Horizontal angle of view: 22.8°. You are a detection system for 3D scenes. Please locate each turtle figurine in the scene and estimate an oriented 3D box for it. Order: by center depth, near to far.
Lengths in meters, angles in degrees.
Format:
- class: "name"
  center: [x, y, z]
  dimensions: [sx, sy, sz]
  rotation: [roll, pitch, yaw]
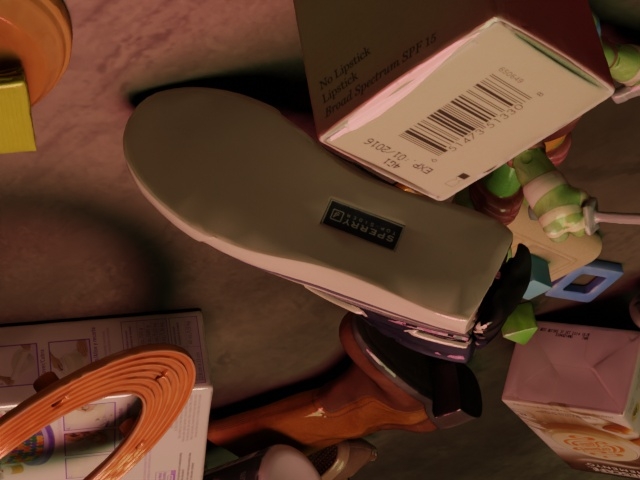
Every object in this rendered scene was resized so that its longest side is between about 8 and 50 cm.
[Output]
- class: "turtle figurine"
  center: [0.216, -0.063, 1.262]
  dimensions: [0.274, 0.198, 0.266]
  rotation: [10, 153, -10]

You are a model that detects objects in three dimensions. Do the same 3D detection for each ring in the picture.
- class: "ring"
  center: [-0.254, 0.200, 1.416]
  dimensions: [0.336, 0.032, 0.337]
  rotation: [-35, 160, -14]

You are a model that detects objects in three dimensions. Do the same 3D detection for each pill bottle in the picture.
- class: "pill bottle"
  center: [-0.119, 0.322, 1.764]
  dimensions: [0.245, 0.130, 0.130]
  rotation: [-25, 146, 30]

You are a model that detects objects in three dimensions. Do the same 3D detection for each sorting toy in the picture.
- class: "sorting toy"
  center: [0.154, 0.035, 1.555]
  dimensions: [0.347, 0.047, 0.196]
  rotation: [21, 137, -41]

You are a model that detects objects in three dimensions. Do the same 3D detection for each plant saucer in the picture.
- class: "plant saucer"
  center: [-0.281, -0.135, 1.157]
  dimensions: [0.199, 0.037, 0.200]
  rotation: [-8, 148, -5]

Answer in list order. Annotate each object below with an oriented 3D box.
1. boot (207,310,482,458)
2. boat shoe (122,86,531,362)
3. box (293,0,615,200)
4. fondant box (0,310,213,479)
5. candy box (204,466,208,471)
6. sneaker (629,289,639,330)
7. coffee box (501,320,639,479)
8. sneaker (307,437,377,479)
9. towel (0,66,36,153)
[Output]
- class: "boot"
  center: [-0.002, 0.162, 1.710]
  dimensions: [0.280, 0.096, 0.264]
  rotation: [-16, 156, 24]
- class: "boat shoe"
  center: [0.000, 0.000, 1.281]
  dimensions: [0.340, 0.127, 0.158]
  rotation: [27, 162, 12]
- class: "box"
  center: [0.072, -0.170, 1.019]
  dimensions: [0.148, 0.232, 0.126]
  rotation: [-33, 142, 32]
- class: "fondant box"
  center: [-0.282, 0.180, 1.611]
  dimensions: [0.330, 0.096, 0.238]
  rotation: [-5, 148, -11]
- class: "candy box"
  center: [-0.234, 0.302, 1.866]
  dimensions: [0.186, 0.053, 0.109]
  rotation: [10, 142, -33]
- class: "sneaker"
  center: [0.428, 0.094, 1.697]
  dimensions: [0.227, 0.087, 0.130]
  rotation: [-6, 143, -18]
- class: "coffee box"
  center: [0.315, 0.182, 1.751]
  dimensions: [0.141, 0.098, 0.246]
  rotation: [5, 158, 31]
- class: "sneaker"
  center: [-0.004, 0.294, 1.909]
  dimensions: [0.071, 0.066, 0.188]
  rotation: [12, 143, -34]
- class: "towel"
  center: [-0.333, -0.085, 1.171]
  dimensions: [0.237, 0.021, 0.102]
  rotation: [-6, 154, -8]
